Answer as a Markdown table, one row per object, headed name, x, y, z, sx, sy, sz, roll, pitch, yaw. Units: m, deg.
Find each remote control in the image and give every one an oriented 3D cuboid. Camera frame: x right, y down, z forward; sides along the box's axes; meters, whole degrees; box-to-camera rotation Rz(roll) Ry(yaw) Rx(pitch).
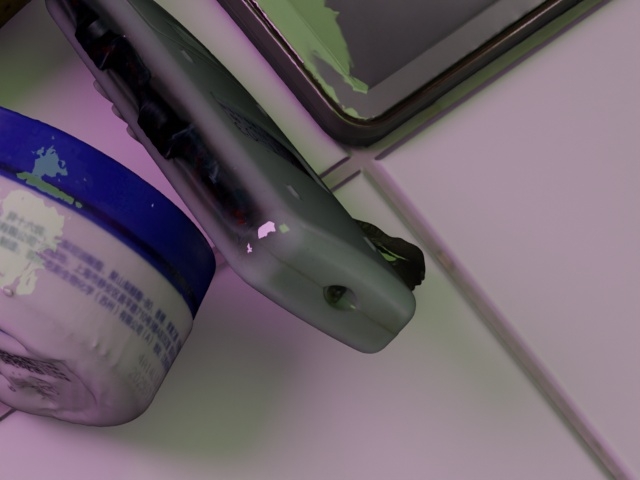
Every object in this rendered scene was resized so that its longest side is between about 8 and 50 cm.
| name | x | y | z | sx | sy | sz | roll | pitch | yaw |
| --- | --- | --- | --- | --- | --- | --- | --- | --- | --- |
| remote control | -0.060 | -0.056 | 1.092 | 0.056 | 0.140 | 0.296 | -46 | 48 | 8 |

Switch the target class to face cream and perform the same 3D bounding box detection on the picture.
| name | x | y | z | sx | sy | sz | roll | pitch | yaw |
| --- | --- | --- | --- | --- | --- | --- | --- | --- | --- |
| face cream | -0.169 | 0.017 | 1.057 | 0.206 | 0.206 | 0.111 | 25 | 68 | -1 |

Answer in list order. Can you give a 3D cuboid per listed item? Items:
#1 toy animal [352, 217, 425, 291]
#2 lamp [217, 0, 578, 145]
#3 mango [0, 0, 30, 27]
| name | x | y | z | sx | sy | sz | roll | pitch | yaw |
| --- | --- | --- | --- | --- | --- | --- | --- | --- | --- |
| toy animal | 0.000 | 0.000 | 1.175 | 0.136 | 0.065 | 0.047 | 27 | 67 | 0 |
| lamp | 0.039 | -0.228 | 1.276 | 0.269 | 0.047 | 0.266 | -35 | 80 | -21 |
| mango | -0.250 | -0.166 | 1.127 | 0.176 | 0.176 | 0.329 | 26 | 71 | 13 |
